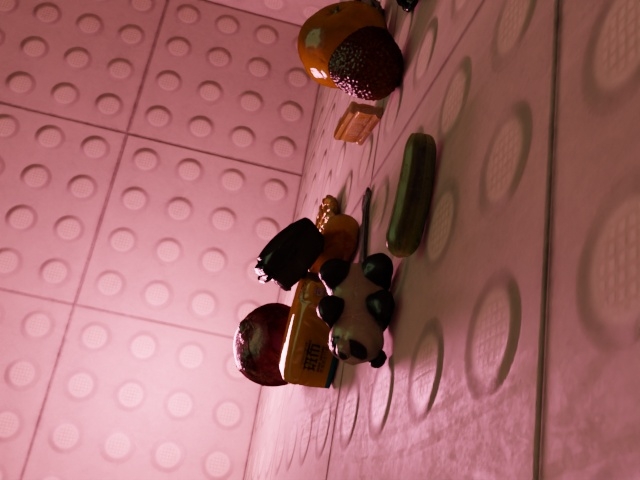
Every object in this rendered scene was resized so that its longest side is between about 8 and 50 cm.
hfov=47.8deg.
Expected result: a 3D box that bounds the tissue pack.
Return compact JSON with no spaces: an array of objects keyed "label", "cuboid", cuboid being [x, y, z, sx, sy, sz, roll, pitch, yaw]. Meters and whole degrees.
[{"label":"tissue pack","cuboid":[-0.015,0.220,1.839,0.192,0.133,0.271,-137,60,-81]}]

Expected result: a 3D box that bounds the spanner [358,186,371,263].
[{"label":"spanner","cuboid":[0.106,-0.017,1.789,0.071,0.017,0.302,110,170,-47]}]

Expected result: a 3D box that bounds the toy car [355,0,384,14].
[{"label":"toy car","cuboid":[0.127,-0.644,2.353,0.193,0.117,0.301,-41,-37,-69]}]

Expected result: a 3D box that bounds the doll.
[{"label":"doll","cuboid":[0.073,0.128,1.368,0.234,0.143,0.135,-87,-12,-47]}]

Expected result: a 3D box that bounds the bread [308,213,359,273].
[{"label":"bread","cuboid":[0.033,0.029,1.945,0.246,0.101,0.094,115,169,-52]}]

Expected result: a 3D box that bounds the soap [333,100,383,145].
[{"label":"soap","cuboid":[0.104,-0.331,2.066,0.252,0.092,0.037,136,145,-76]}]

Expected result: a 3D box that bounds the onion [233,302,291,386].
[{"label":"onion","cuboid":[-0.158,0.332,2.308,0.276,0.276,0.277,-167,90,-83]}]

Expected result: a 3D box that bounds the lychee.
[{"label":"lychee","cuboid":[0.120,-0.445,1.819,0.194,0.194,0.195,-167,90,-83]}]

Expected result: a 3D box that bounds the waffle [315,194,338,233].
[{"label":"waffle","cuboid":[0.004,0.001,2.398,0.307,0.060,0.312,-105,31,-77]}]

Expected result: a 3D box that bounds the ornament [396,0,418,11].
[{"label":"ornament","cuboid":[0.226,-0.684,1.782,0.260,0.106,0.251,-103,18,-54]}]

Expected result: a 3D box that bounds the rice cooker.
[{"label":"rice cooker","cuboid":[-0.077,0.035,1.824,0.203,0.118,0.142,-50,14,-15]}]

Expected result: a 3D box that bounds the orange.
[{"label":"orange","cuboid":[0.068,-0.580,2.145,0.279,0.278,0.235,-89,-16,-58]}]

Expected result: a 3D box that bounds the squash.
[{"label":"squash","cuboid":[0.162,-0.080,1.272,0.066,0.066,0.229,137,145,-77]}]
